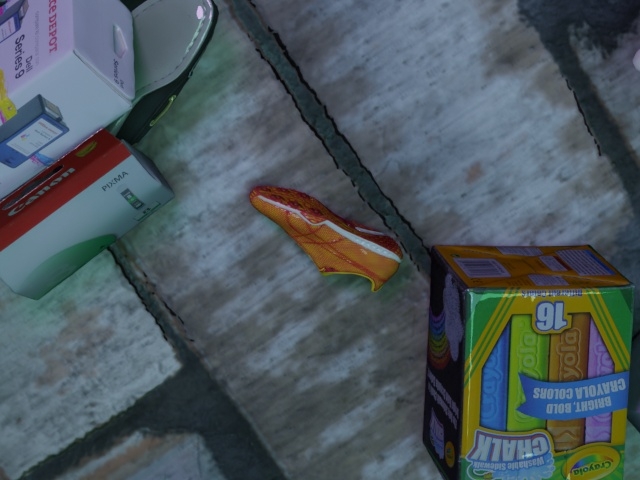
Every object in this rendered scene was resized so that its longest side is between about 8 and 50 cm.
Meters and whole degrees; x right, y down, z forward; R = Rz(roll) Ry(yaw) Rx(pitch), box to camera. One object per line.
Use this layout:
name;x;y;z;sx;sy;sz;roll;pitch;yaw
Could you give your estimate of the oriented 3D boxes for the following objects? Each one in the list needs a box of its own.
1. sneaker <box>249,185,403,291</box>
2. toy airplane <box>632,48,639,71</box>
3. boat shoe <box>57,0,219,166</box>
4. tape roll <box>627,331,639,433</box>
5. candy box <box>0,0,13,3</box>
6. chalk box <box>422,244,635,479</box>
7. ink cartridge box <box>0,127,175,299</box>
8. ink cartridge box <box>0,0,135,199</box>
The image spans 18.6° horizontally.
sneaker;0.000;0.000;2.002;0.175;0.064;0.067;29;107;-12
toy airplane;0.398;-0.333;1.872;0.384;0.272;0.386;-34;93;-20
boat shoe;-0.175;-0.159;1.908;0.228;0.069;0.081;-45;73;20
tape roll;0.408;0.124;2.014;0.219;0.219;0.072;-41;105;2
candy box;-0.234;-0.312;1.883;0.233;0.071;0.159;-2;104;-8
chalk box;0.210;0.163;2.015;0.179;0.180;0.289;-1;105;-8
ink cartridge box;-0.241;-0.022;1.876;0.181;0.225;0.056;-36;83;1
ink cartridge box;-0.282;-0.143;1.833;0.212;0.154;0.093;-30;130;20
